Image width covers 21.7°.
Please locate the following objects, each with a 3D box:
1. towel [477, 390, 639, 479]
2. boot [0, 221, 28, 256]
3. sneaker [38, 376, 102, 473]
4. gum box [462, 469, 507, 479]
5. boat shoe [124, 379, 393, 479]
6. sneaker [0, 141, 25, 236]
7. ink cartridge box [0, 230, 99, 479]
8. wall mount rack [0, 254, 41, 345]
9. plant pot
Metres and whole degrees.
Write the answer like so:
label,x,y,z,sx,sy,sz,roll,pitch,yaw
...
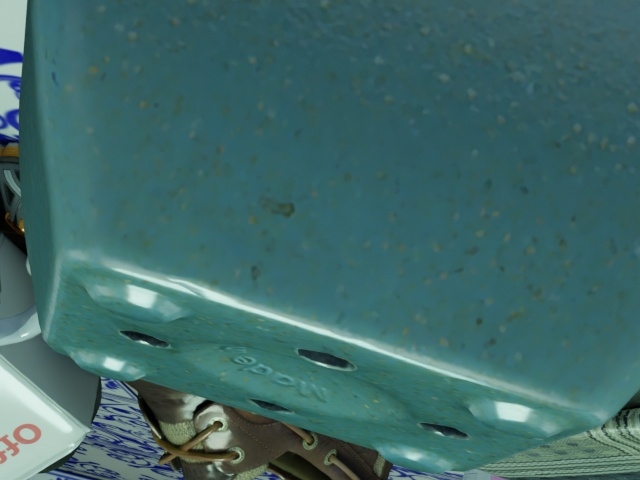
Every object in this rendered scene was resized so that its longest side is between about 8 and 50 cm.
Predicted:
label,x,y,z,sx,sy,sz,roll,pitch,yaw
towel,0.255,0.113,0.903,0.324,0.056,0.312,-8,157,39
boot,-0.233,0.009,1.319,0.305,0.115,0.112,18,125,-14
sneaker,-0.414,0.074,1.663,0.257,0.169,0.447,15,159,34
gum box,0.194,0.276,1.650,0.107,0.188,0.062,22,163,-20
boat shoe,-0.066,0.130,1.243,0.123,0.123,0.342,0,160,44
sneaker,-0.177,-0.016,1.199,0.214,0.083,0.084,7,164,32
ink cartridge box,-0.339,0.059,1.199,0.223,0.129,0.307,-32,119,22
wall mount rack,-0.258,-0.058,0.696,0.304,0.350,0.130,-4,158,-39
plant pot,0.022,-0.071,0.506,0.247,0.252,0.247,18,165,-7
